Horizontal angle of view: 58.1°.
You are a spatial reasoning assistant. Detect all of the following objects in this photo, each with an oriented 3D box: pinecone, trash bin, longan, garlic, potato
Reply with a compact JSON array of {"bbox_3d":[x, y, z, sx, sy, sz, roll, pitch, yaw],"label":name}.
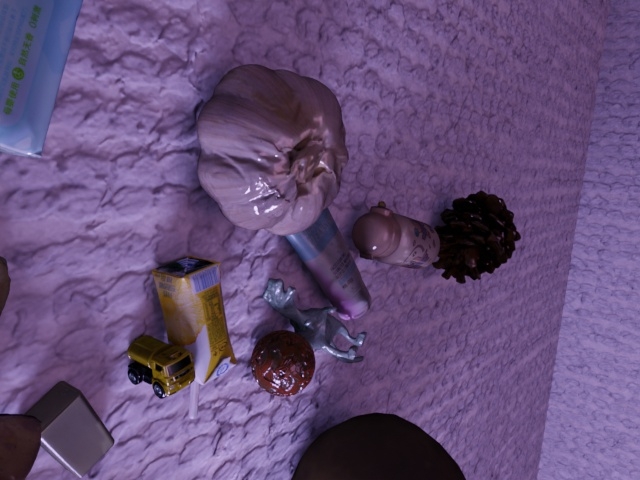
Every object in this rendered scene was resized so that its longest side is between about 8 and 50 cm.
[{"bbox_3d":[0.339,-0.008,1.297,0.204,0.179,0.184,-28,100,-27],"label":"pinecone"},{"bbox_3d":[-0.275,0.209,0.631,0.061,0.042,0.092,-48,138,-35],"label":"trash bin"},{"bbox_3d":[0.099,0.498,0.979,0.404,0.335,0.405,-3,90,-89],"label":"longan"},{"bbox_3d":[-0.052,-0.112,0.741,0.227,0.152,0.228,-8,101,-45],"label":"garlic"},{"bbox_3d":[-0.328,0.223,0.499,0.172,0.089,0.101,-46,128,-21],"label":"potato"}]

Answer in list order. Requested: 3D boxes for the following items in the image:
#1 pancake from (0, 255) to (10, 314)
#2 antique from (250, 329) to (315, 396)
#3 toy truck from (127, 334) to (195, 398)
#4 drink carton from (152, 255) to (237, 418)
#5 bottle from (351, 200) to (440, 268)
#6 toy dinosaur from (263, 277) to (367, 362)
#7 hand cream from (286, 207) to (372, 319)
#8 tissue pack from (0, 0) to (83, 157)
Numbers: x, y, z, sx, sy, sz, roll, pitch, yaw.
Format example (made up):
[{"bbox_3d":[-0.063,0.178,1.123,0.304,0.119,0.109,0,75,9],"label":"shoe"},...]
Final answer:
[{"bbox_3d":[-0.361,0.022,0.459,0.222,0.042,0.237,-11,108,-54],"label":"pancake"},{"bbox_3d":[-0.056,0.185,0.868,0.104,0.104,0.104,-19,115,-50],"label":"antique"},{"bbox_3d":[-0.190,0.149,0.690,0.049,0.083,0.054,-26,120,-48],"label":"toy truck"},{"bbox_3d":[-0.154,0.124,0.732,0.074,0.084,0.200,-28,119,-48],"label":"drink carton"},{"bbox_3d":[0.141,-0.008,1.083,0.209,0.097,0.110,13,89,-54],"label":"bottle"},{"bbox_3d":[0.035,0.173,0.964,0.076,0.129,0.383,-56,140,-18],"label":"toy dinosaur"},{"bbox_3d":[0.000,0.000,0.924,0.111,0.070,0.312,-51,131,-27],"label":"hand cream"},{"bbox_3d":[-0.281,-0.216,0.463,0.177,0.089,0.264,18,84,-52],"label":"tissue pack"}]
